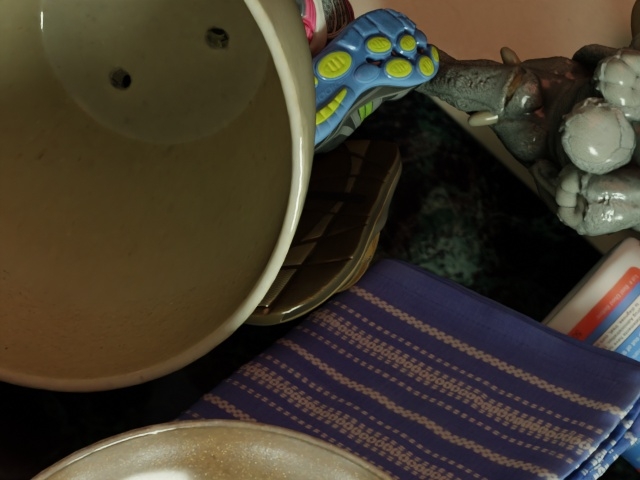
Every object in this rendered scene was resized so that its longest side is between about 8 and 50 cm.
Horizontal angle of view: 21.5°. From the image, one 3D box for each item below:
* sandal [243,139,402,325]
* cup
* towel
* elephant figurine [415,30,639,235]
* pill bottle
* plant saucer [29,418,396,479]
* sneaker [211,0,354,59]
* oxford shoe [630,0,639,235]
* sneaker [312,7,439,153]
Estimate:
[{"bbox_3d":[0.000,0.000,1.190,0.090,0.060,0.219,6,34,18],"label":"sandal"},{"bbox_3d":[-0.139,-0.104,1.061,0.331,0.331,0.237,36,27,-1],"label":"cup"},{"bbox_3d":[0.030,0.131,1.063,0.243,0.040,0.336,26,44,33],"label":"towel"},{"bbox_3d":[0.199,-0.088,1.276,0.169,0.239,0.186,-26,107,-18],"label":"elephant figurine"},{"bbox_3d":[0.260,0.113,1.198,0.221,0.124,0.124,43,52,5],"label":"pill bottle"},{"bbox_3d":[-0.054,0.245,0.859,0.311,0.050,0.310,4,65,-8],"label":"plant saucer"},{"bbox_3d":[-0.090,-0.244,1.281,0.299,0.121,0.112,56,25,16],"label":"sneaker"},{"bbox_3d":[0.305,-0.065,1.336,0.130,0.123,0.348,-6,62,-22],"label":"oxford shoe"},{"bbox_3d":[0.013,-0.110,1.228,0.188,0.078,0.067,-36,88,-36],"label":"sneaker"}]
